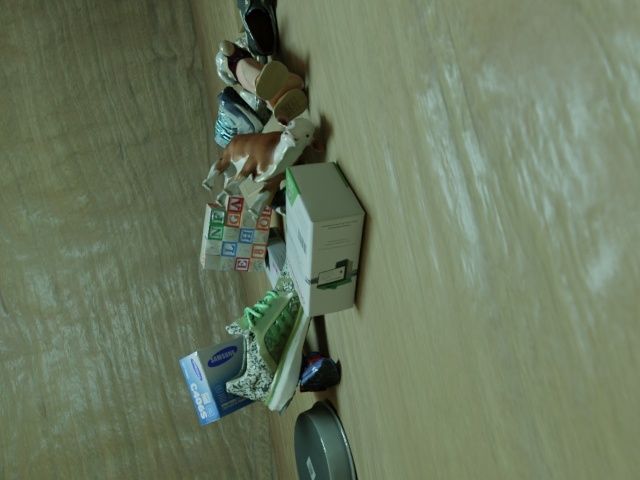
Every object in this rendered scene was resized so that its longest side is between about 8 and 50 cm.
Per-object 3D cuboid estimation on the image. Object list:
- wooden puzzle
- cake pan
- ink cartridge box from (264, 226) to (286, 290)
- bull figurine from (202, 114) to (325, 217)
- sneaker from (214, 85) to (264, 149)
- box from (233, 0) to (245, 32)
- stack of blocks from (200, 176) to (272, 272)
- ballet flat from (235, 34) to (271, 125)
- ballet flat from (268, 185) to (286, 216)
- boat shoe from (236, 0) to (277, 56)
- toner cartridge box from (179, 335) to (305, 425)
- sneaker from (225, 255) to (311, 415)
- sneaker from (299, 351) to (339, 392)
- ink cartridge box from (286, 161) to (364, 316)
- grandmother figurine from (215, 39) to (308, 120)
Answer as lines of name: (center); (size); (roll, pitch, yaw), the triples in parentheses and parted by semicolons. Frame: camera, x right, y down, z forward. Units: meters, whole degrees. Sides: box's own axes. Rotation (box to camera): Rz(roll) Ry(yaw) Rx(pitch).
wooden puzzle: (-0.118, -0.180, 1.189); (0.220, 0.044, 0.238); (-61, 26, 18)
cake pan: (0.002, 0.541, 1.238); (0.293, 0.054, 0.293); (176, 90, -68)
ink cartridge box: (-0.118, 0.121, 1.504); (0.275, 0.060, 0.238); (-125, 30, -59)
bull figurine: (-0.122, -0.150, 1.003); (0.101, 0.188, 0.310); (43, 166, -26)
sneaker: (-0.210, -0.278, 1.287); (0.110, 0.122, 0.283); (49, 178, 11)
box: (-0.222, -0.694, 1.433); (0.201, 0.021, 0.164); (-159, 61, -74)
stack of blocks: (-0.232, -0.066, 1.440); (0.087, 0.171, 0.297); (-139, 57, -65)
ballet flat: (-0.176, -0.412, 1.330); (0.091, 0.077, 0.240); (-133, 35, -65)
ballet flat: (-0.079, -0.089, 1.196); (0.203, 0.074, 0.074); (170, 90, -69)
boat shoe: (-0.141, -0.520, 1.112); (0.079, 0.084, 0.233); (-122, 18, -61)
toner cartridge box: (-0.179, 0.327, 1.317); (0.075, 0.348, 0.165); (-32, 76, 33)
sneaker: (-0.124, 0.189, 1.196); (0.158, 0.182, 0.410); (148, 133, -73)
sneaker: (-0.014, 0.297, 1.182); (0.221, 0.083, 0.087); (121, 146, -63)
ink cartridge box: (0.000, 0.000, 0.891); (0.160, 0.093, 0.219); (-114, 20, -45)
grandmother figurine: (-0.139, -0.351, 1.097); (0.342, 0.104, 0.207); (49, 172, 48)
